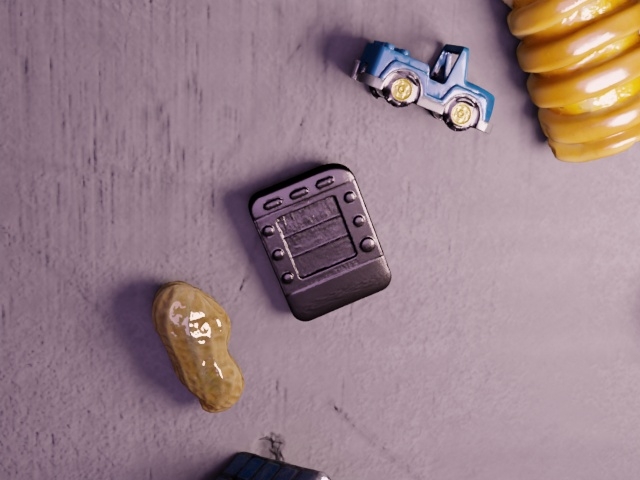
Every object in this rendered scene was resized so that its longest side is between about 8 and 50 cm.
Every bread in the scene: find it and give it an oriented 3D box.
[{"bbox_3d":[0.332,-0.254,1.291,0.172,0.121,0.311,-25,106,-2],"label":"bread"}]

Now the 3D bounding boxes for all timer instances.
[{"bbox_3d":[0.000,0.000,1.337,0.144,0.055,0.187,-22,111,-2],"label":"timer"}]

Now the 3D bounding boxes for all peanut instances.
[{"bbox_3d":[-0.157,0.137,1.329,0.093,0.083,0.194,-40,117,-35],"label":"peanut"}]

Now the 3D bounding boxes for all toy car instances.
[{"bbox_3d":[0.135,-0.205,1.281,0.191,0.097,0.100,21,99,-14],"label":"toy car"}]

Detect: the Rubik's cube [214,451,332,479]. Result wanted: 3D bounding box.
[{"bbox_3d":[-0.057,0.441,1.305,0.237,0.237,0.238,-47,111,-25],"label":"Rubik's cube"}]
